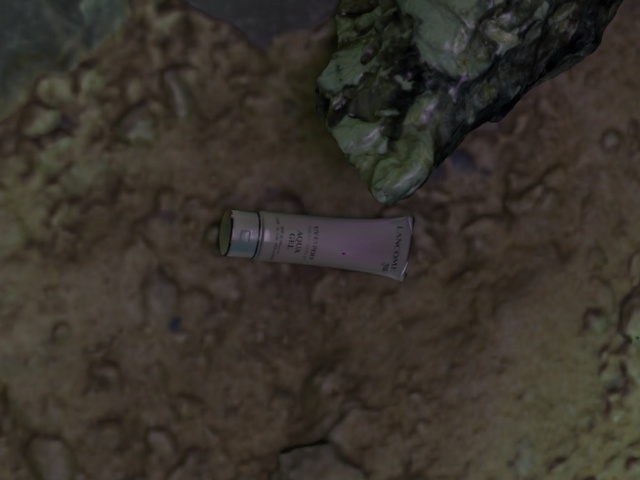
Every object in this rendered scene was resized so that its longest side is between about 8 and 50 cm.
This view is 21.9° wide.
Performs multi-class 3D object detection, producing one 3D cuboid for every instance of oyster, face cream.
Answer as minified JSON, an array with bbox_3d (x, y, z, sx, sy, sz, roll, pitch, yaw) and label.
[{"bbox_3d":[0.095,-0.147,0.908,0.252,0.087,0.199,-20,107,-30],"label":"oyster"},{"bbox_3d":[0.000,0.000,0.916,0.115,0.020,0.038,5,97,-25],"label":"face cream"}]
